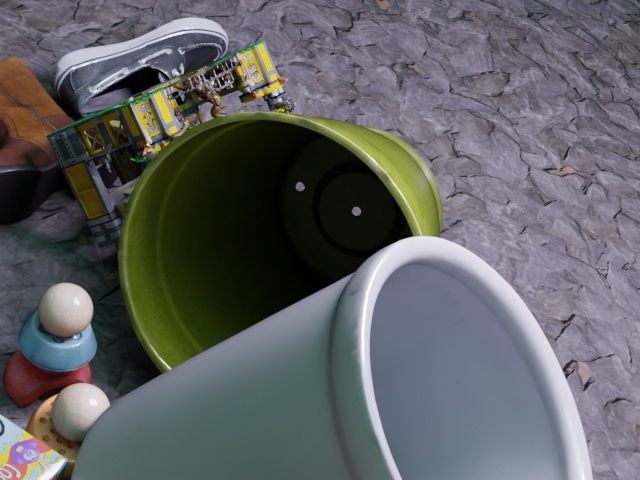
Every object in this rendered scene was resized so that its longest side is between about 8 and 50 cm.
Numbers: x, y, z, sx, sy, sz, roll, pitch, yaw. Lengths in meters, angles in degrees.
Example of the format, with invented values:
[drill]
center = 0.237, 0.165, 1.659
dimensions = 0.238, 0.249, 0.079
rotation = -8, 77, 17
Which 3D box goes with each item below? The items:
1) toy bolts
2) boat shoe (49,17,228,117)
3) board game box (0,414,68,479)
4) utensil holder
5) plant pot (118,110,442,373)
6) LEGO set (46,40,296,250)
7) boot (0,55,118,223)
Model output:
[toy bolts]
center = -0.241, 0.155, 1.263
dimensions = 0.218, 0.159, 0.228
rotation = -12, 51, -34
[boat shoe]
center = -0.254, -0.255, 1.740
dimensions = 0.301, 0.108, 0.102
rotation = -20, 56, -36
[board game box]
center = -0.411, 0.225, 1.119
dimensions = 0.275, 0.144, 0.142
rotation = 31, 38, 9
[utensil holder]
center = 0.004, 0.219, 1.063
dimensions = 0.327, 0.385, 0.328
rotation = 30, 46, -36
[plant pot]
center = 0.000, 0.000, 1.407
dimensions = 0.366, 0.367, 0.353
rotation = 32, 22, 10
[LEGO set]
center = -0.175, -0.111, 1.494
dimensions = 0.331, 0.254, 0.192
rotation = -42, 112, -57
[boot]
center = -0.449, -0.158, 1.554
dimensions = 0.264, 0.096, 0.280
rotation = -24, 58, -40
